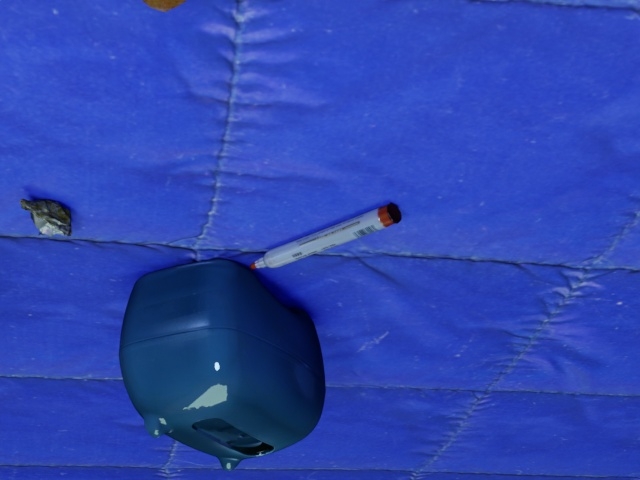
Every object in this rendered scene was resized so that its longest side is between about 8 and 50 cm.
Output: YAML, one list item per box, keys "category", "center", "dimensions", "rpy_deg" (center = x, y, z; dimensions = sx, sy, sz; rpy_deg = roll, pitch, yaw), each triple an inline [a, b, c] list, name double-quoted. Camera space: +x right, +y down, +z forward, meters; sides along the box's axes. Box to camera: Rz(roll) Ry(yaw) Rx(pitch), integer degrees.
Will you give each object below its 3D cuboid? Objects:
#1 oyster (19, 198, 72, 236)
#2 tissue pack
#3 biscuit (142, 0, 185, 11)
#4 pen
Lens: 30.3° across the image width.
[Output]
- category: "oyster"
  center: [-0.298, -0.026, 1.301]
  dimensions: [0.051, 0.034, 0.093]
  rpy_deg: [15, 165, 2]
- category: "tissue pack"
  center: [-0.118, 0.167, 1.508]
  dimensions: [0.198, 0.206, 0.287]
  rpy_deg: [-13, 153, 20]
- category: "biscuit"
  center: [-0.129, -0.263, 0.813]
  dimensions: [0.284, 0.043, 0.306]
  rpy_deg: [-1, 155, -1]
- category: "pen"
  center: [0.000, 0.000, 1.377]
  dimensions: [0.218, 0.026, 0.026]
  rpy_deg: [-21, 148, 35]
